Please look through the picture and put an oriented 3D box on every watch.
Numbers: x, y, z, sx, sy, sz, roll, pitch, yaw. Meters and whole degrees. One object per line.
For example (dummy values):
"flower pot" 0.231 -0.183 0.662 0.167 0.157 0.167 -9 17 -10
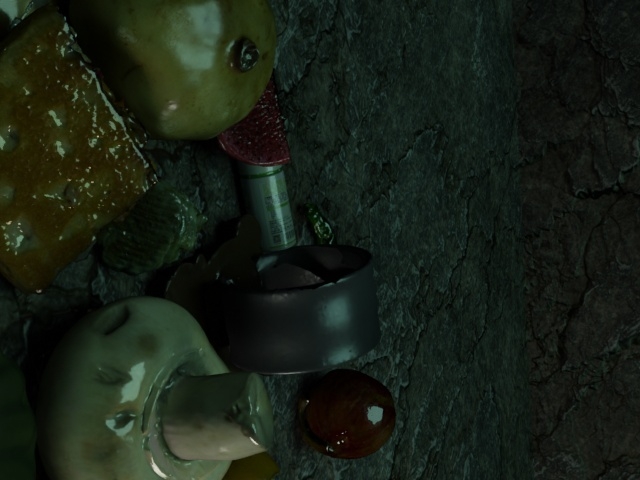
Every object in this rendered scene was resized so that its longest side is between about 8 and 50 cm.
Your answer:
"watch" -0.069 0.125 1.755 0.335 0.326 0.314 -26 112 -55

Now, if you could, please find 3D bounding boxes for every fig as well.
"fig" 0.051 0.369 2.097 0.205 0.205 0.205 1 89 -58

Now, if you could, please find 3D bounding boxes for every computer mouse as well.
"computer mouse" -0.423 -0.356 1.454 0.102 0.044 0.199 46 51 -45

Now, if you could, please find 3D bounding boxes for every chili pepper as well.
"chili pepper" 0.003 -0.005 2.135 0.073 0.050 0.182 -37 118 -45

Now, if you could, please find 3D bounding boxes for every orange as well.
"orange" -0.137 0.452 1.832 0.156 0.134 0.157 -6 99 -46

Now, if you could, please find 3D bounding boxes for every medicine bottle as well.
"medicine bottle" -0.103 -0.074 1.929 0.086 0.086 0.183 -31 116 -54

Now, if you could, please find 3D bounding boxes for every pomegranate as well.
"pomegranate" -0.218 -0.313 1.538 0.332 0.332 0.333 1 89 -58

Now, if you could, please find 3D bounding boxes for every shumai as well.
"shumai" -0.274 -0.047 1.618 0.142 0.184 0.184 -66 148 -73

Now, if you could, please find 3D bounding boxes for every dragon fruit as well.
"dragon fruit" -0.147 -0.252 1.791 0.189 0.163 0.262 -48 142 -43

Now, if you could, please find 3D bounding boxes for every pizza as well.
"pizza" -0.364 -0.121 1.406 0.277 0.114 0.409 -4 109 -24

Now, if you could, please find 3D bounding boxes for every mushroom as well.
"mushroom" -0.242 0.252 1.530 0.325 0.353 0.353 -76 164 -87

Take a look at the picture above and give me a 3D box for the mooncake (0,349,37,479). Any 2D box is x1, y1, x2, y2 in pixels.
"mooncake" -0.505 0.259 1.179 0.356 0.194 0.356 4 85 -58
